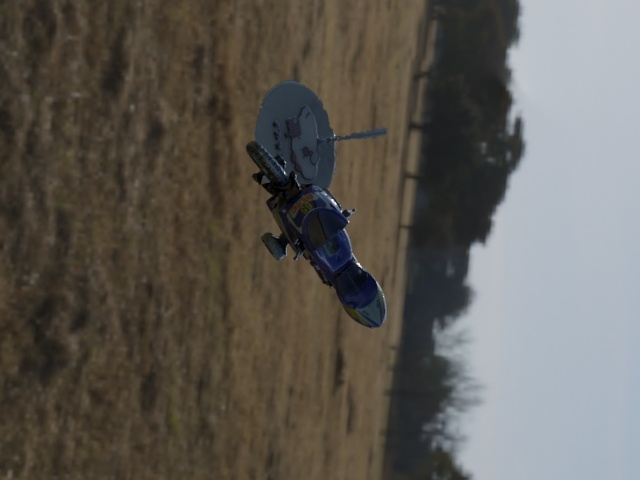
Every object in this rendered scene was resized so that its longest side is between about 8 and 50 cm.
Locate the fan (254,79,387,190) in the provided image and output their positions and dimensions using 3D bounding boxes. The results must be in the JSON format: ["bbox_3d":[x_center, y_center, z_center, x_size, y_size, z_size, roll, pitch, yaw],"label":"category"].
[{"bbox_3d":[0.011,-0.157,1.802,0.329,0.009,0.190,-11,94,-50],"label":"fan"}]

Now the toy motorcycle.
[{"bbox_3d":[0.000,0.000,1.520,0.169,0.113,0.315,44,-9,46],"label":"toy motorcycle"}]
